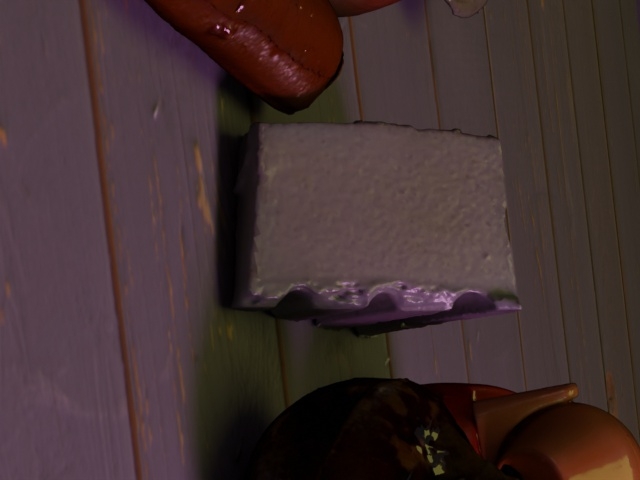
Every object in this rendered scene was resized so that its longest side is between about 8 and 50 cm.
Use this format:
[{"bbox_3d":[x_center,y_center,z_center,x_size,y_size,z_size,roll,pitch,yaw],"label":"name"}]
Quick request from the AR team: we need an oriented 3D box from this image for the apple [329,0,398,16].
[{"bbox_3d":[0.066,-0.347,1.498,0.251,0.163,0.293,-53,129,-42],"label":"apple"}]

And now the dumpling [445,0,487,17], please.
[{"bbox_3d":[0.142,-0.312,1.882,0.176,0.092,0.150,-14,95,-69],"label":"dumpling"}]

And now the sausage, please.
[{"bbox_3d":[-0.060,-0.179,1.286,0.330,0.102,0.102,33,53,-66],"label":"sausage"}]

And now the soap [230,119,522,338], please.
[{"bbox_3d":[0.000,0.000,1.478,0.302,0.257,0.159,159,-71,-64],"label":"soap"}]

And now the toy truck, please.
[{"bbox_3d":[0.155,0.208,1.497,0.265,0.239,0.189,13,66,-84],"label":"toy truck"}]

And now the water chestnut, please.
[{"bbox_3d":[0.049,0.214,1.284,0.223,0.238,0.224,16,71,-57],"label":"water chestnut"}]
